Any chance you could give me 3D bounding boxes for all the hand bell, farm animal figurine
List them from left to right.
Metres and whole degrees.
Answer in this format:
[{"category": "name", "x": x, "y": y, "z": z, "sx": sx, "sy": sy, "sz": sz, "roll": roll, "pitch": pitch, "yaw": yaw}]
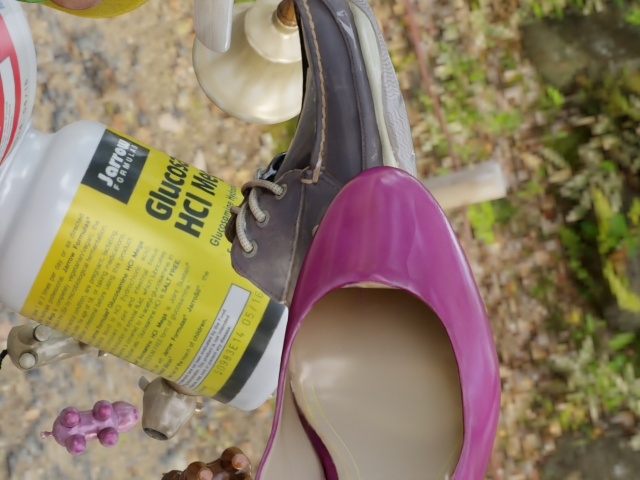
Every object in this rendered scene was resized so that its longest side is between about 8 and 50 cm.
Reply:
[{"category": "farm animal figurine", "x": -0.181, "y": 0.147, "z": 1.611, "sx": 0.330, "sy": 0.327, "sz": 0.172, "roll": 44, "pitch": -15, "yaw": -11}, {"category": "hand bell", "x": -0.022, "y": -0.204, "z": 1.173, "sx": 0.242, "sy": 0.126, "sz": 0.126, "roll": 138, "pitch": -51, "yaw": -64}]

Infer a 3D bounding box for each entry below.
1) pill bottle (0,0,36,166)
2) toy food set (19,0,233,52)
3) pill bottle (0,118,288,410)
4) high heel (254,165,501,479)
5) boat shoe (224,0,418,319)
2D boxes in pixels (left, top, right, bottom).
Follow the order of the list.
[{"category": "pill bottle", "x": -0.342, "y": -0.058, "z": 0.827, "sx": 0.407, "sy": 0.229, "sz": 0.229, "roll": -74, "pitch": 147, "yaw": -64}, {"category": "toy food set", "x": -0.153, "y": -0.187, "z": 0.766, "sx": 0.071, "sy": 0.218, "sz": 0.128, "roll": -44, "pitch": 150, "yaw": -63}, {"category": "pill bottle", "x": -0.173, "y": 0.008, "z": 1.219, "sx": 0.334, "sy": 0.188, "sz": 0.188, "roll": 25, "pitch": 38, "yaw": -11}, {"category": "high heel", "x": 0.022, "y": 0.095, "z": 0.670, "sx": 0.181, "sy": 0.127, "sz": 0.377, "roll": 65, "pitch": 21, "yaw": -58}, {"category": "boat shoe", "x": 0.000, "y": 0.000, "z": 0.907, "sx": 0.132, "sy": 0.130, "sz": 0.355, "roll": -120, "pitch": -157, "yaw": -85}]
